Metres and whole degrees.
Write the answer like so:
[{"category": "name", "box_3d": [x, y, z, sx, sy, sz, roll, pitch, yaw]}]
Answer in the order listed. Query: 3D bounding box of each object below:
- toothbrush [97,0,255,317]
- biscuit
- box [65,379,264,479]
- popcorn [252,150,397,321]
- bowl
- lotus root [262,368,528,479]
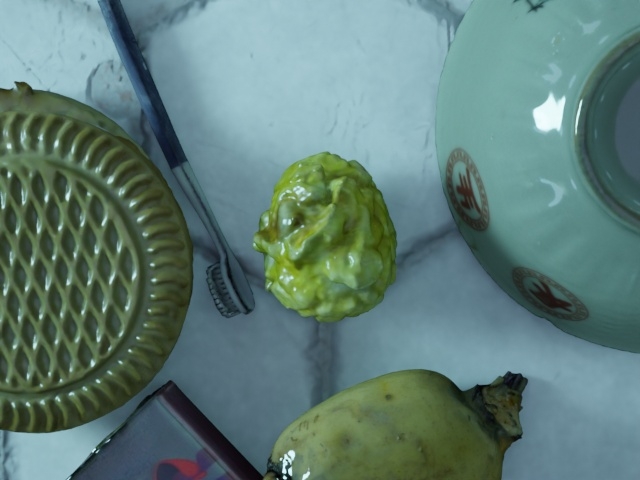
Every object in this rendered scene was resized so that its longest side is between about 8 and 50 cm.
[{"category": "toothbrush", "box_3d": [-0.115, -0.076, 1.418, 0.026, 0.024, 0.288, -21, 95, 20]}, {"category": "biscuit", "box_3d": [-0.217, 0.013, 1.405, 0.259, 0.079, 0.259, 1, 97, 5]}, {"category": "box", "box_3d": [-0.079, 0.223, 1.422, 0.224, 0.069, 0.120, 45, 98, -1]}, {"category": "popcorn", "box_3d": [0.000, 0.000, 1.371, 0.106, 0.116, 0.121, -14, 95, 23]}, {"category": "bowl", "box_3d": [0.245, -0.076, 1.320, 0.337, 0.157, 0.337, 0, 95, 5]}, {"category": "lotus root", "box_3d": [0.063, 0.158, 1.381, 0.221, 0.118, 0.125, -19, 110, -13]}]
